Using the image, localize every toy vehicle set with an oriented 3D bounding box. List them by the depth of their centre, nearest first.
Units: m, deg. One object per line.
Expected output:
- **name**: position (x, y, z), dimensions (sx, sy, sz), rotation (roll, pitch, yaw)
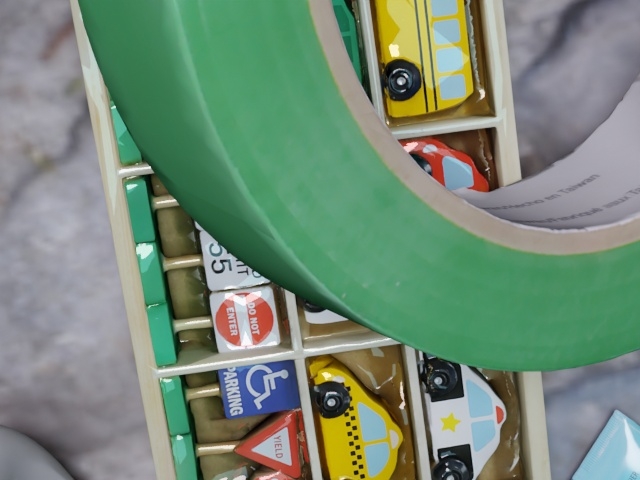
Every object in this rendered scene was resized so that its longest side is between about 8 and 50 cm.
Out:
- **toy vehicle set**: position (0.000, 0.000, 0.544), dimensions (0.166, 0.035, 0.267), rotation (-9, 105, -2)

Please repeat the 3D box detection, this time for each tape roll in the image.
- **tape roll**: position (0.075, -0.118, 0.451), dimensions (0.321, 0.077, 0.321), rotation (-9, 107, -30)

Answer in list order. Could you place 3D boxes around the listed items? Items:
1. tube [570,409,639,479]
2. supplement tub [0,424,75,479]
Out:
- **tube**: position (0.198, 0.162, 0.590), dimensions (0.207, 0.052, 0.080), rotation (31, 91, -2)
- **supplement tub**: position (-0.217, 0.222, 0.500), dimensions (0.316, 0.193, 0.193), rotation (-29, 100, 2)
